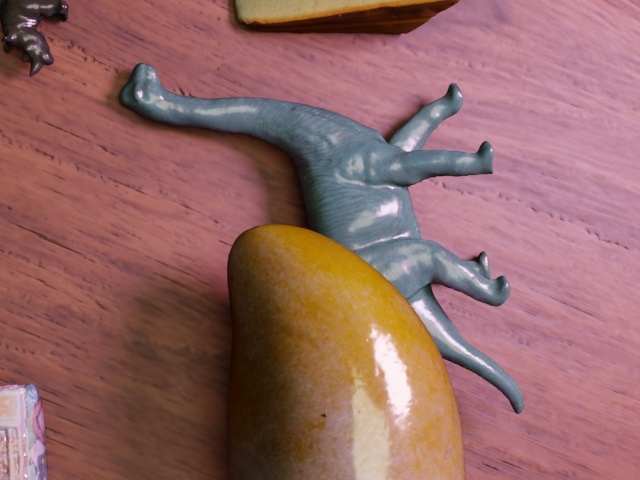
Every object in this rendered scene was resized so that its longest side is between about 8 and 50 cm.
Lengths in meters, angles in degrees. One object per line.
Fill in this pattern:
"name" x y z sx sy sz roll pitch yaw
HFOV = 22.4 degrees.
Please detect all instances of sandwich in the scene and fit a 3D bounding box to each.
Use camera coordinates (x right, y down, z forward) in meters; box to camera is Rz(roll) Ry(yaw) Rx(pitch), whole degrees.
"sandwich" 0.023 -0.266 1.527 0.187 0.144 0.117 0 81 -14

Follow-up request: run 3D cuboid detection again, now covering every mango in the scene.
"mango" 0.014 0.166 1.432 0.199 0.221 0.384 -12 82 -42

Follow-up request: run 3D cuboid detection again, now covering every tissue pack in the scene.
"tissue pack" -0.269 0.204 1.406 0.065 0.115 0.155 -2 84 -12

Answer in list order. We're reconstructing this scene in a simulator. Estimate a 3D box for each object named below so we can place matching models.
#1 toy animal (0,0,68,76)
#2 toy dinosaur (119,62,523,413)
"toy animal" -0.265 -0.217 1.499 0.065 0.047 0.135 3 84 -8
"toy dinosaur" 0.000 0.000 1.523 0.331 0.129 0.383 -9 86 -4
